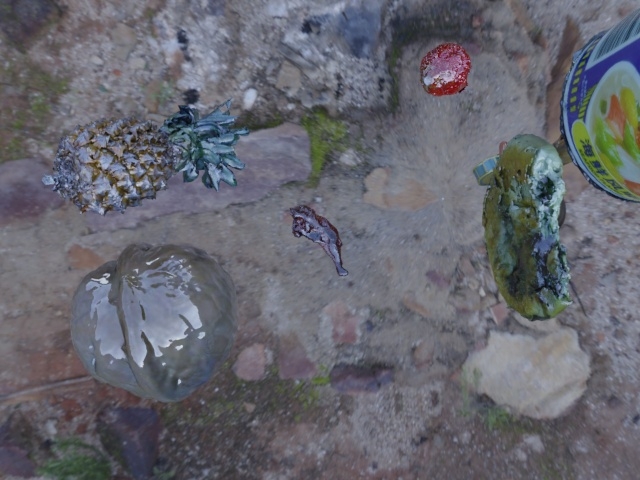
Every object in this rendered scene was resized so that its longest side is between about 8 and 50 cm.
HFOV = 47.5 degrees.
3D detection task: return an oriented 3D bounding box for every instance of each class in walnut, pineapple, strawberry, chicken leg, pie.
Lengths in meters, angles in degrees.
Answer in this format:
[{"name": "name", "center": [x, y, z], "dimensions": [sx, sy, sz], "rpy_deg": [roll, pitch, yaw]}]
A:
[{"name": "walnut", "center": [-0.206, 0.101, 0.921], "dimensions": [0.224, 0.224, 0.224], "rpy_deg": [1, 93, 10]}, {"name": "pineapple", "center": [-0.161, -0.074, 0.683], "dimensions": [0.083, 0.221, 0.103], "rpy_deg": [28, 121, 27]}, {"name": "strawberry", "center": [0.228, -0.315, 1.345], "dimensions": [0.106, 0.106, 0.106], "rpy_deg": [1, 93, 10]}, {"name": "chicken leg", "center": [0.003, -0.006, 1.816], "dimensions": [0.219, 0.048, 0.089], "rpy_deg": [43, 74, -10]}, {"name": "pie", "center": [0.405, -0.023, 1.447], "dimensions": [0.078, 0.296, 0.371], "rpy_deg": [-3, 81, -10]}]

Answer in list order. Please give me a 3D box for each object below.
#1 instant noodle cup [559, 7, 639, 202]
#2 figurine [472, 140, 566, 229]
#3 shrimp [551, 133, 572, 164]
[{"name": "instant noodle cup", "center": [0.367, -0.130, 0.618], "dimensions": [0.284, 0.312, 0.284], "rpy_deg": [0, 91, -11]}, {"name": "figurine", "center": [0.471, -0.090, 1.680], "dimensions": [0.158, 0.161, 0.275], "rpy_deg": [-22, 68, 1]}, {"name": "shrimp", "center": [0.628, -0.261, 1.812], "dimensions": [0.063, 0.287, 0.152], "rpy_deg": [14, 71, -26]}]
